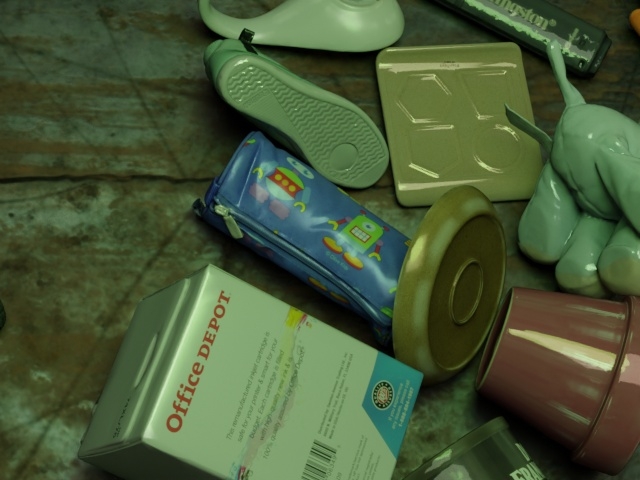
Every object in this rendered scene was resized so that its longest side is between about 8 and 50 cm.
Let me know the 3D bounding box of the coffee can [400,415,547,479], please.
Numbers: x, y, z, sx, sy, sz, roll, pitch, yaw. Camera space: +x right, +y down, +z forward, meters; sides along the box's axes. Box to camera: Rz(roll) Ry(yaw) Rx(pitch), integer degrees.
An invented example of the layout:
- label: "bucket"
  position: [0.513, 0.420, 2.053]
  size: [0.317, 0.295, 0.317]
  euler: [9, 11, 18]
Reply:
- label: "coffee can"
  position: [0.194, 0.356, 1.643]
  size: [0.201, 0.201, 0.275]
  euler: [-31, 76, -19]

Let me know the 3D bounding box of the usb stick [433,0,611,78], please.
- label: "usb stick"
  position: [0.243, -0.299, 2.010]
  size: [0.278, 0.045, 0.077]
  euler: [28, 65, 3]

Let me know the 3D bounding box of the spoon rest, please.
- label: "spoon rest"
  position: [-0.028, -0.289, 1.948]
  size: [0.276, 0.084, 0.137]
  euler: [3, 47, -17]

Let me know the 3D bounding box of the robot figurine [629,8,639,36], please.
- label: "robot figurine"
  position: [0.499, -0.306, 2.010]
  size: [0.128, 0.158, 0.219]
  euler: [-8, 65, -48]

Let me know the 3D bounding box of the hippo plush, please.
- label: "hippo plush"
  position: [0.378, -0.067, 1.876]
  size: [0.236, 0.234, 0.294]
  euler: [-11, 57, -39]

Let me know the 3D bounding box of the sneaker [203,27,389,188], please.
- label: "sneaker"
  position: [-0.030, -0.165, 1.885]
  size: [0.256, 0.151, 0.094]
  euler: [34, 99, -28]

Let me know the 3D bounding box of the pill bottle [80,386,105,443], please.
- label: "pill bottle"
  position: [-0.205, 0.181, 1.720]
  size: [0.078, 0.078, 0.137]
  euler: [27, 66, 3]

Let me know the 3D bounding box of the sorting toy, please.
- label: "sorting toy"
  position: [0.174, -0.144, 1.943]
  size: [0.193, 0.038, 0.208]
  euler: [-4, 72, -10]

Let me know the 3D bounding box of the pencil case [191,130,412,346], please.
- label: "pencil case"
  position: [0.000, 0.000, 1.804]
  size: [0.306, 0.119, 0.133]
  euler: [35, 42, 7]

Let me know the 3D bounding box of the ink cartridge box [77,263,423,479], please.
- label: "ink cartridge box"
  position: [-0.075, 0.183, 1.628]
  size: [0.270, 0.197, 0.198]
  euler: [28, 66, -20]

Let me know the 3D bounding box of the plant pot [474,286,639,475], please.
- label: "plant pot"
  position: [0.279, 0.141, 1.748]
  size: [0.180, 0.201, 0.201]
  euler: [20, 66, 2]

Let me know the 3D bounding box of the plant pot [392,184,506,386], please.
- label: "plant pot"
  position: [0.154, 0.056, 1.752]
  size: [0.032, 0.236, 0.236]
  euler: [15, 62, 31]

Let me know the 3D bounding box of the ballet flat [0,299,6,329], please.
- label: "ballet flat"
  position: [-0.409, 0.032, 1.766]
  size: [0.057, 0.049, 0.173]
  euler: [-32, 76, -21]
